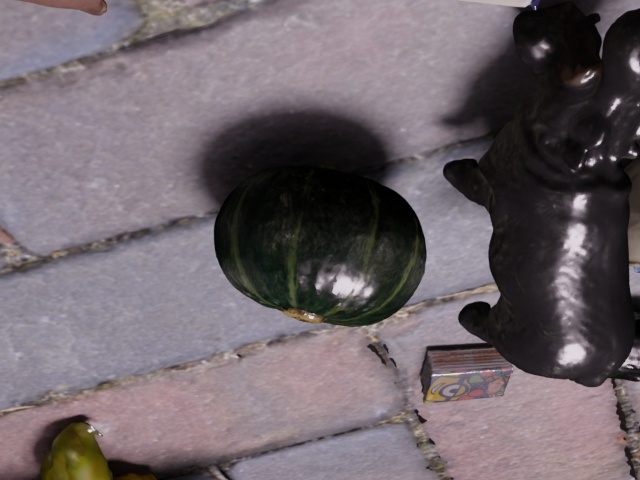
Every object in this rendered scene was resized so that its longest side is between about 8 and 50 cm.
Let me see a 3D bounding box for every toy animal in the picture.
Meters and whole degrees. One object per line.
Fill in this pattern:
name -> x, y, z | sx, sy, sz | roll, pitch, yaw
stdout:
toy animal -> 0.173, -0.043, 1.044 | 0.106, 0.168, 0.343 | -24, 135, -29

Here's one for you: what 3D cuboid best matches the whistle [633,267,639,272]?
whistle -> 0.343, 0.036, 1.270 | 0.158, 0.090, 0.090 | 11, 142, -25

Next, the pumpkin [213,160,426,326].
pumpkin -> 0.000, 0.003, 1.110 | 0.167, 0.167, 0.125 | 21, 93, -35

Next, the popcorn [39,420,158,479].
popcorn -> -0.211, 0.376, 1.490 | 0.325, 0.290, 0.321 | 1, 152, 21

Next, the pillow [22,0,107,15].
pillow -> -0.201, -0.217, 0.789 | 0.236, 0.084, 0.223 | 12, 142, -22

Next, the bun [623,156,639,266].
bun -> 0.265, -0.023, 1.169 | 0.138, 0.094, 0.138 | -1, 180, 0

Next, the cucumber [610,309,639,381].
cucumber -> 0.357, 0.098, 1.371 | 0.303, 0.072, 0.081 | -4, 102, -5

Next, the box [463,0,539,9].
box -> 0.100, -0.250, 0.805 | 0.135, 0.079, 0.269 | 4, 144, -16

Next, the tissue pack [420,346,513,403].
tissue pack -> 0.144, 0.132, 1.415 | 0.083, 0.035, 0.063 | -4, 145, -9
